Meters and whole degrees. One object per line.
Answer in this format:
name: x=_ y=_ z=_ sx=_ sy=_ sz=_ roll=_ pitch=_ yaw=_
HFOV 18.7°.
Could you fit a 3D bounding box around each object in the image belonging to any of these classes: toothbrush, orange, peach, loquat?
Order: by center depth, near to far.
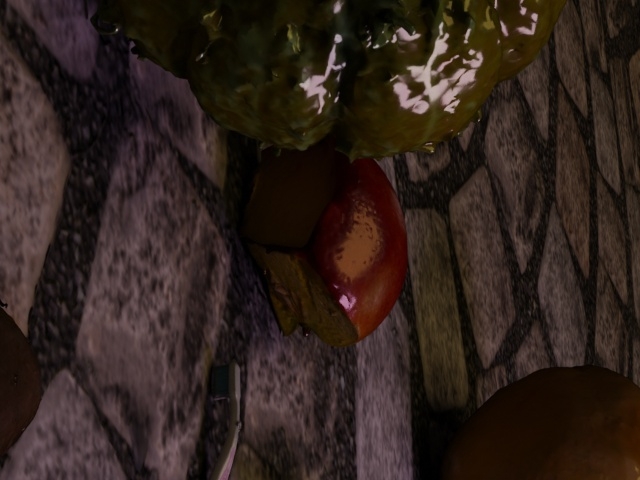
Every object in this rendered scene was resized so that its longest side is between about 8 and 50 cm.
orange: x=0.010 y=-0.205 z=1.162 sx=0.300 sy=0.301 sz=0.223 roll=-44 pitch=166 yaw=-22
toothbrush: x=-0.064 y=0.169 z=1.219 sx=0.017 sy=0.022 sz=0.204 roll=49 pitch=38 yaw=-53
peach: x=0.006 y=-0.001 z=1.376 sx=0.118 sy=0.151 sz=0.151 roll=-37 pitch=130 yaw=-17
loquat: x=0.211 y=0.217 z=1.694 sx=0.193 sy=0.238 sz=0.238 roll=49 pitch=32 yaw=-22

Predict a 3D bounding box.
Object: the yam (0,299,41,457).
yam: x=-0.176 y=0.082 z=0.846 sx=0.127 sy=0.084 sz=0.084 roll=-63 pitch=141 yaw=-64
